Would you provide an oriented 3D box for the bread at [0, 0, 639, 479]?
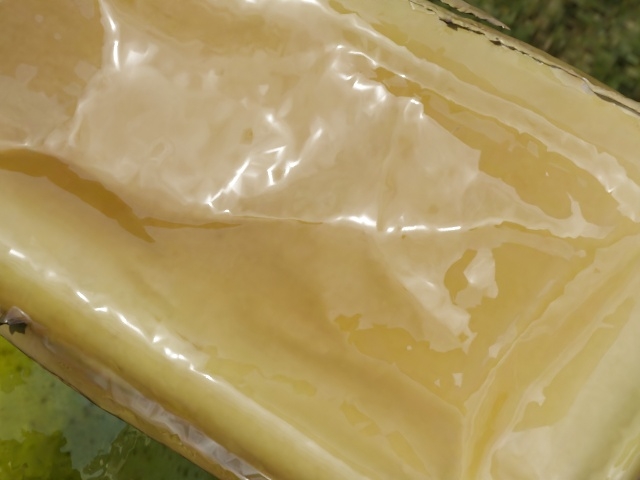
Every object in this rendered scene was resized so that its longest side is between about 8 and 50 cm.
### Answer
[{"bbox_3d":[0.000,0.000,0.471,0.241,0.107,0.136,28,83,24],"label":"bread"}]

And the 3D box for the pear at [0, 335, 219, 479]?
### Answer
[{"bbox_3d":[-0.167,0.064,0.784,0.294,0.294,0.294,9,54,-13],"label":"pear"}]
